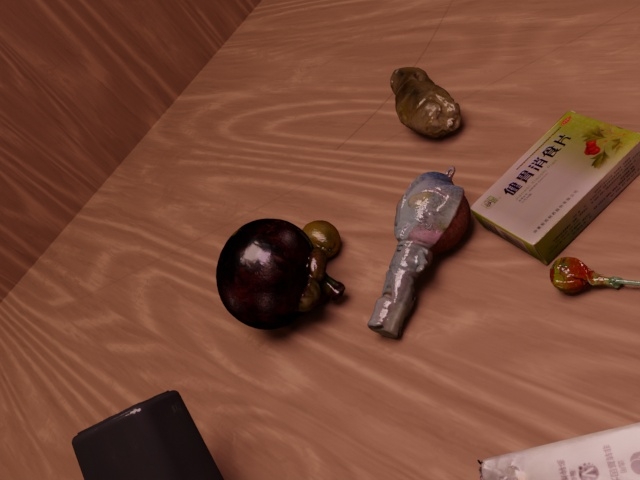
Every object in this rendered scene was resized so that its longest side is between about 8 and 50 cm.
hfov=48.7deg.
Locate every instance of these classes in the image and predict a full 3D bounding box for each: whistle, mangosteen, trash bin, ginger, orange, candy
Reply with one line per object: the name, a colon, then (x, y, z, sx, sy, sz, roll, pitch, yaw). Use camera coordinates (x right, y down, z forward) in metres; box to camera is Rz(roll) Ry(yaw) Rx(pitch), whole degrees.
whistle: (0.180, 0.012, 1.290, 0.142, 0.133, 0.346, 8, 67, 45)
mangosteen: (-0.077, 0.071, 1.409, 0.265, 0.228, 0.228, 10, 55, 16)
trash bin: (-0.272, 0.418, 1.183, 0.209, 0.291, 0.182, -30, -8, 20)
ginger: (0.227, -0.309, 1.593, 0.116, 0.109, 0.263, -59, 26, 25)
orange: (0.000, 0.000, 1.505, 0.085, 0.085, 0.095, -44, 32, -3)
candy: (0.435, 0.059, 1.043, 0.200, 0.060, 0.061, 7, 57, 40)

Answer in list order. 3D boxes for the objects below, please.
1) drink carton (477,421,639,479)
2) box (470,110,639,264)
drink carton: (0.352, 0.315, 0.766, 0.324, 0.132, 0.194, -23, 38, 24)
box: (0.410, -0.097, 1.217, 0.260, 0.062, 0.175, -45, 34, -2)
